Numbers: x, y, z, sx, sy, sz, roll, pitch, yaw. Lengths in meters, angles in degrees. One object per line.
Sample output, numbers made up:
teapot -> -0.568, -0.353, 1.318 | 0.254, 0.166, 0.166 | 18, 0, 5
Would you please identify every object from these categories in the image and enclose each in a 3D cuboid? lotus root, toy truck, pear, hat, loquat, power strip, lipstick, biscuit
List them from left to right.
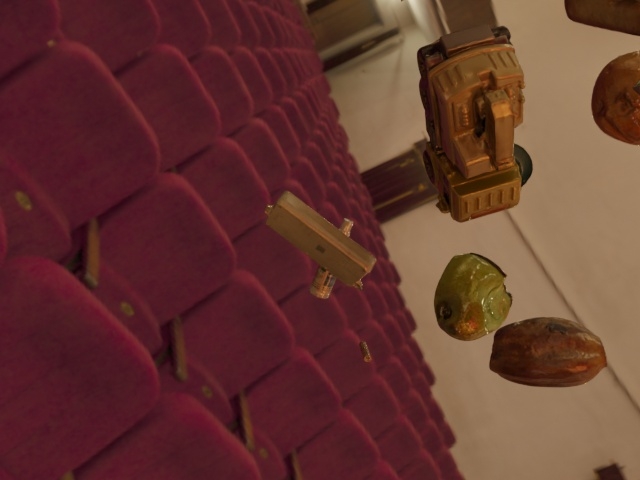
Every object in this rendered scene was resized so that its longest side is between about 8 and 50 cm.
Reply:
power strip -> 0.000, 0.000, 1.601 | 0.270, 0.046, 0.118 | 38, -29, -1
lipstick -> 0.106, 0.264, 1.791 | 0.094, 0.019, 0.019 | -108, 172, -75
pear -> 0.491, 0.207, 2.452 | 0.159, 0.292, 0.292 | 3, -50, 45
toy truck -> 0.299, -0.207, 1.451 | 0.405, 0.181, 0.254 | 75, 1, -53
hat -> 0.493, -0.180, 2.085 | 0.138, 0.191, 0.078 | 44, 36, 5
lotus root -> 0.599, 0.292, 1.983 | 0.193, 0.291, 0.193 | -2, 90, -67
biscuit -> 0.717, -0.635, 1.895 | 0.291, 0.062, 0.236 | 39, -22, 50
loquat -> 0.937, -0.414, 2.185 | 0.276, 0.284, 0.275 | 17, -70, 53

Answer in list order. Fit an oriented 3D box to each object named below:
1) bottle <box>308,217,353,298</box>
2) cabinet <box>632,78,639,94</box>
bottle -> 0.032, 0.045, 1.939 | 0.060, 0.217, 0.060 | 19, 17, -6
cabinet -> 0.880, -0.354, 1.778 | 0.206, 0.145, 0.150 | 41, 12, 2
